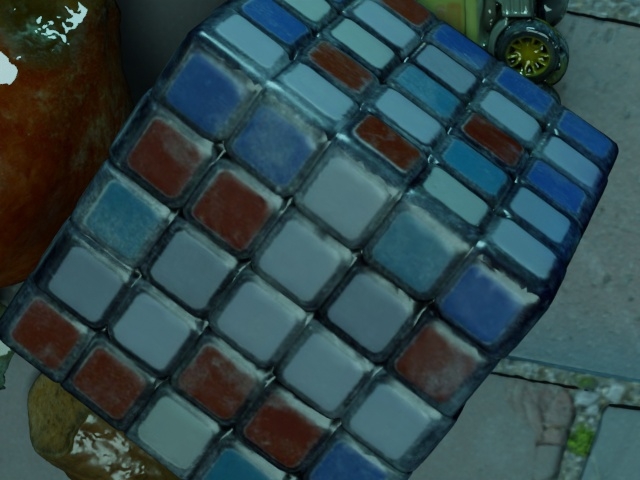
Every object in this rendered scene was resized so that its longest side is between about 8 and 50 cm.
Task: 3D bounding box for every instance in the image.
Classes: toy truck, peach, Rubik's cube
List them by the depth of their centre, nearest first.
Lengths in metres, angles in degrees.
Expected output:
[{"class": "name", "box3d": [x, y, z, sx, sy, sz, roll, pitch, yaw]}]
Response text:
[{"class": "Rubik's cube", "box3d": [0.000, 0.000, 1.385, 0.293, 0.287, 0.292, 38, 117, 1]}, {"class": "peach", "box3d": [-0.239, -0.092, 1.484, 0.257, 0.232, 0.232, -38, 111, 15]}, {"class": "toy truck", "box3d": [0.107, -0.199, 1.491, 0.157, 0.124, 0.272, 1, 120, 10]}]

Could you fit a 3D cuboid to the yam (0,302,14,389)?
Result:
[{"class": "yam", "box3d": [-0.371, 0.044, 1.612, 0.259, 0.106, 0.106, 17, 115, -10]}]

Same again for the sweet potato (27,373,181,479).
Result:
[{"class": "sweet potato", "box3d": [-0.149, 0.202, 1.701, 0.252, 0.097, 0.097, 41, 109, -17]}]
